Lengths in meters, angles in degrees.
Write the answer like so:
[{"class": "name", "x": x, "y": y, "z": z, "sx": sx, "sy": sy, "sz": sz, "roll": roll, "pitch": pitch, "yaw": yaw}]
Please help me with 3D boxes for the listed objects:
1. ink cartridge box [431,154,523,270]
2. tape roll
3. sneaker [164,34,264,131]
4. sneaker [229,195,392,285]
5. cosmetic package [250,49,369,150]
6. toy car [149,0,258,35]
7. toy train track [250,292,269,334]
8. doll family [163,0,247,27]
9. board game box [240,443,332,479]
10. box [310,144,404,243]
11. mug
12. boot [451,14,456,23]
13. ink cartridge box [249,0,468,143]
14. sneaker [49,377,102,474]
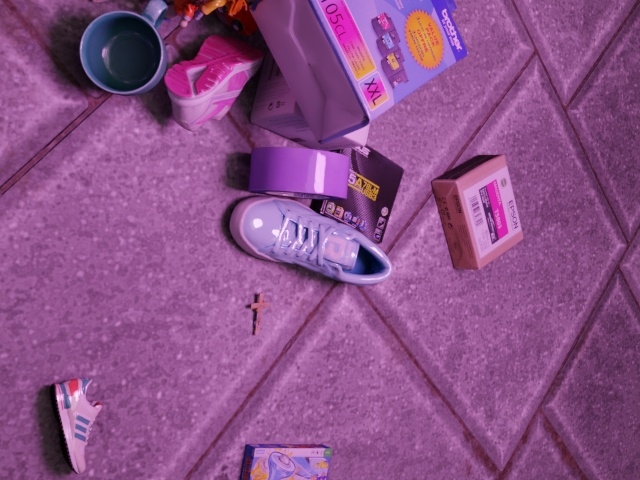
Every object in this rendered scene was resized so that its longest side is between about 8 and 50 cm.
[{"class": "ink cartridge box", "x": 0.389, "y": -0.072, "z": 1.773, "sx": 0.193, "sy": 0.088, "sz": 0.235, "roll": -30, "pitch": 110, "yaw": -32}, {"class": "tape roll", "x": -0.040, "y": -0.124, "z": 1.364, "sx": 0.188, "sy": 0.189, "sz": 0.080, "roll": 4, "pitch": 91, "yaw": -38}, {"class": "sneaker", "x": -0.194, "y": -0.283, "z": 1.298, "sx": 0.252, "sy": 0.102, "sz": 0.111, "roll": -46, "pitch": 163, "yaw": -43}, {"class": "sneaker", "x": 0.000, "y": 0.000, "z": 1.429, "sx": 0.365, "sy": 0.150, "sz": 0.135, "roll": 18, "pitch": 81, "yaw": -38}, {"class": "cosmetic package", "x": -0.010, "y": -0.276, "z": 1.402, "sx": 0.183, "sy": 0.151, "sz": 0.152, "roll": 19, "pitch": 80, "yaw": -37}, {"class": "toy car", "x": -0.208, "y": -0.501, "z": 1.294, "sx": 0.238, "sy": 0.053, "sz": 0.225, "roll": 7, "pitch": 88, "yaw": -39}, {"class": "toy train track", "x": -0.124, "y": 0.144, "z": 1.427, "sx": 0.048, "sy": 0.014, "sz": 0.083, "roll": 1, "pitch": 98, "yaw": -46}, {"class": "doll family", "x": -0.165, "y": -0.463, "z": 1.190, "sx": 0.118, "sy": 0.163, "sz": 0.263, "roll": 14, "pitch": 84, "yaw": -38}, {"class": "board game box", "x": -0.072, "y": 0.487, "z": 1.475, "sx": 0.201, "sy": 0.035, "sz": 0.136, "roll": 12, "pitch": 85, "yaw": -38}, {"class": "box", "x": 0.083, "y": -0.110, "z": 1.555, "sx": 0.190, "sy": 0.045, "sz": 0.184, "roll": 27, "pitch": 78, "yaw": -37}, {"class": "mug", "x": -0.303, "y": -0.306, "z": 1.178, "sx": 0.157, "sy": 0.097, "sz": 0.130, "roll": -21, "pitch": 99, "yaw": -2}, {"class": "boot", "x": 0.243, "y": -0.581, "z": 1.632, "sx": 0.213, "sy": 0.077, "sz": 0.165, "roll": 22, "pitch": 77, "yaw": -34}, {"class": "ink cartridge box", "x": 0.098, "y": -0.389, "z": 1.305, "sx": 0.395, "sy": 0.151, "sz": 0.270, "roll": -40, "pitch": 109, "yaw": -39}, {"class": "sneaker", "x": -0.393, "y": 0.304, "z": 1.195, "sx": 0.075, "sy": 0.057, "sz": 0.162, "roll": -14, "pitch": 99, "yaw": -31}]
